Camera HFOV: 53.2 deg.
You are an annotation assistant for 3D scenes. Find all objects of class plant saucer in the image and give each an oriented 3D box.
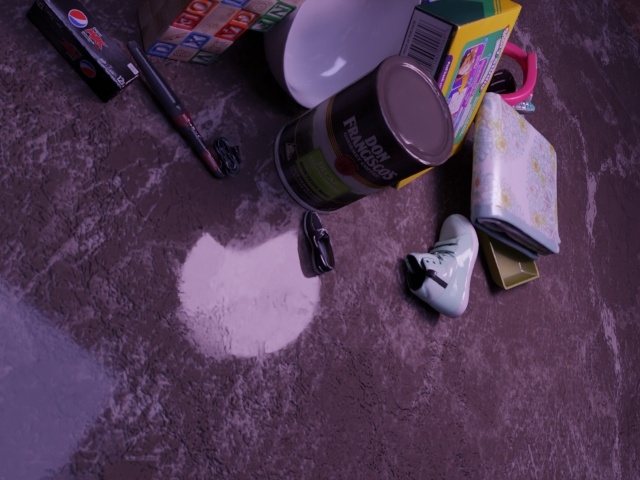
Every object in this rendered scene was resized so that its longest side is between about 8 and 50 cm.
[{"bbox_3d":[0.470,0.024,1.632,0.188,0.045,0.188,-11,82,-46],"label":"plant saucer"}]

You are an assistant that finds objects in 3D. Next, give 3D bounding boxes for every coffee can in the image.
[{"bbox_3d":[0.076,-0.184,1.177,0.201,0.275,0.201,18,63,-38],"label":"coffee can"}]

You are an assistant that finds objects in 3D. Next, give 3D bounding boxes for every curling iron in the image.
[{"bbox_3d":[-0.230,-0.215,1.072,0.274,0.035,0.068,49,43,-18],"label":"curling iron"}]

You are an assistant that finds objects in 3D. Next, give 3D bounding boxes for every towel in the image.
[{"bbox_3d":[0.485,-0.146,1.588,0.374,0.090,0.320,23,63,-45],"label":"towel"}]

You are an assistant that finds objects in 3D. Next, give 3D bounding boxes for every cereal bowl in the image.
[{"bbox_3d":[0.026,-0.426,1.216,0.339,0.339,0.141,-11,47,-45],"label":"cereal bowl"}]

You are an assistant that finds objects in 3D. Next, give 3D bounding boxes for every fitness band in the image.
[{"bbox_3d":[0.475,-0.456,1.734,0.054,0.209,0.291,88,15,-50],"label":"fitness band"}]

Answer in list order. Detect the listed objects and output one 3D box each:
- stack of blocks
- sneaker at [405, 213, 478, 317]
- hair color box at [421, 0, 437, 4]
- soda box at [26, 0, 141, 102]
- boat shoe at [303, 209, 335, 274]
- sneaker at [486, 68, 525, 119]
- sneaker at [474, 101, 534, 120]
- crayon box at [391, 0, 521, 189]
[{"bbox_3d":[-0.147,-0.400,1.035,0.171,0.297,0.087,-1,73,-44],"label":"stack of blocks"},{"bbox_3d":[0.261,0.026,1.400,0.151,0.094,0.256,30,54,-28],"label":"sneaker"},{"bbox_3d":[0.160,-0.608,1.385,0.339,0.110,0.185,45,5,28],"label":"hair color box"},{"bbox_3d":[-0.356,-0.296,0.966,0.169,0.060,0.053,51,48,-17],"label":"soda box"},{"bbox_3d":[0.000,0.000,1.202,0.046,0.038,0.125,5,71,-42],"label":"boat shoe"},{"bbox_3d":[0.528,-0.350,1.808,0.108,0.100,0.271,0,80,-53],"label":"sneaker"},{"bbox_3d":[0.492,-0.349,1.734,0.065,0.166,0.076,-72,163,-47],"label":"sneaker"},{"bbox_3d":[0.257,-0.324,1.360,0.106,0.363,0.313,34,40,21],"label":"crayon box"}]
